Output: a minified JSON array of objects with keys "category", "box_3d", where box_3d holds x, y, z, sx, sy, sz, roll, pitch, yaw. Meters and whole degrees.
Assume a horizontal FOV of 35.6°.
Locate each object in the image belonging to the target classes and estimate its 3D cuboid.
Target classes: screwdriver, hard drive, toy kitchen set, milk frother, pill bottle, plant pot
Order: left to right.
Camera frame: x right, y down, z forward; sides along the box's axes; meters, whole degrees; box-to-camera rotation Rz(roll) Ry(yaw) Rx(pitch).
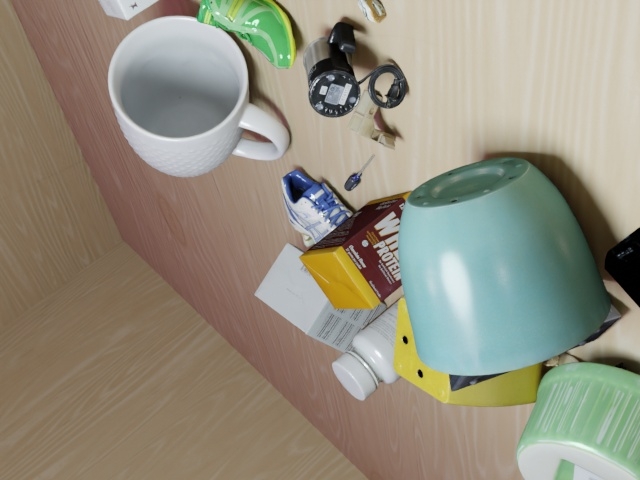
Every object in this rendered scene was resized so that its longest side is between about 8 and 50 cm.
[{"category":"milk frother","box_3d":[0.054,-0.269,1.624,0.143,0.129,0.134,29,-151,-24]},{"category":"screwdriver","box_3d":[0.080,-0.131,1.925,0.025,0.024,0.170,24,157,-12]},{"category":"toy kitchen set","box_3d":[0.108,-0.203,1.705,0.083,0.075,0.068,15,-166,-42]},{"category":"pill bottle","box_3d":[0.142,0.227,2.104,0.131,0.229,0.131,44,159,21]},{"category":"plant pot","box_3d":[0.243,0.167,1.712,0.212,0.187,0.212,29,122,49]},{"category":"plant pot","box_3d":[0.244,0.020,1.439,0.293,0.293,0.235,14,128,61]},{"category":"hard drive","box_3d":[0.323,0.159,1.546,0.172,0.255,0.054,90,160,-71]}]

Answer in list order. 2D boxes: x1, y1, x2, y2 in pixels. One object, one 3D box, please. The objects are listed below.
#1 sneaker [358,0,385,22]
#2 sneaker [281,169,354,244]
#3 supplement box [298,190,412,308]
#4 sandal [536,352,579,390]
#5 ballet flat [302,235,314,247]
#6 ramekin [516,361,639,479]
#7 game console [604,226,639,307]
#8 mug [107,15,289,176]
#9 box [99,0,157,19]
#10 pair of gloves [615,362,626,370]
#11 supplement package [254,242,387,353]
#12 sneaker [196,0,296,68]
[{"category":"sneaker","box_3d":[0.066,-0.365,1.502,0.037,0.032,0.083,26,148,51]},{"category":"sneaker","box_3d":[0.009,-0.049,2.088,0.296,0.112,0.131,32,152,43]},{"category":"supplement box","box_3d":[0.097,0.021,1.884,0.129,0.194,0.191,55,161,-9]},{"category":"sandal","box_3d":[0.360,0.198,1.773,0.079,0.088,0.240,52,167,-19]},{"category":"ballet flat","box_3d":[0.000,0.000,2.261,0.213,0.068,0.072,41,158,29]},{"category":"ramekin","box_3d":[0.464,0.349,1.598,0.303,0.148,0.303,27,149,18]},{"category":"game console","box_3d":[0.537,0.120,1.299,0.361,0.044,0.213,49,161,6]},{"category":"mug","box_3d":[-0.245,-0.260,2.106,0.374,0.276,0.328,19,163,1]},{"category":"box","box_3d":[-0.362,-0.549,1.912,0.119,0.182,0.181,27,149,54]},{"category":"pair of gloves","box_3d":[0.513,0.234,1.610,0.083,0.010,0.074,27,148,45]},{"category":"supplement package","box_3d":[0.002,0.137,2.275,0.194,0.149,0.203,34,-179,40]},{"category":"sneaker","box_3d":[-0.157,-0.408,1.791,0.295,0.123,0.109,48,160,9]}]
